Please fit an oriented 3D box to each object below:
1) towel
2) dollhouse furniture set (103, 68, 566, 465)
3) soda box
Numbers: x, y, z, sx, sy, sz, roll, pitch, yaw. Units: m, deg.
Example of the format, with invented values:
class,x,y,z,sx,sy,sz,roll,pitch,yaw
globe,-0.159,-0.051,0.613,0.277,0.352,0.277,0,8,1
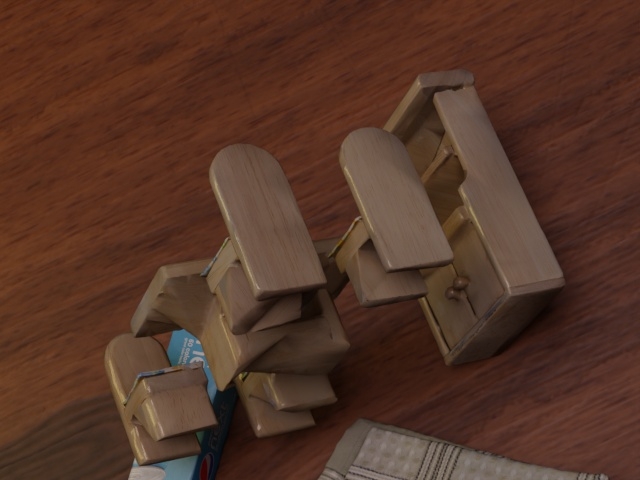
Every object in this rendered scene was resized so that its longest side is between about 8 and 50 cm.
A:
class,x,y,z,sx,sy,sz,roll,pitch,yaw
towel,0.086,0.319,1.579,0.324,0.056,0.312,8,57,38
dollhouse furniture set,0.000,0.000,1.631,0.394,0.362,0.256,-9,64,-28
soda box,-0.142,0.200,1.768,0.071,0.067,0.210,10,73,19
